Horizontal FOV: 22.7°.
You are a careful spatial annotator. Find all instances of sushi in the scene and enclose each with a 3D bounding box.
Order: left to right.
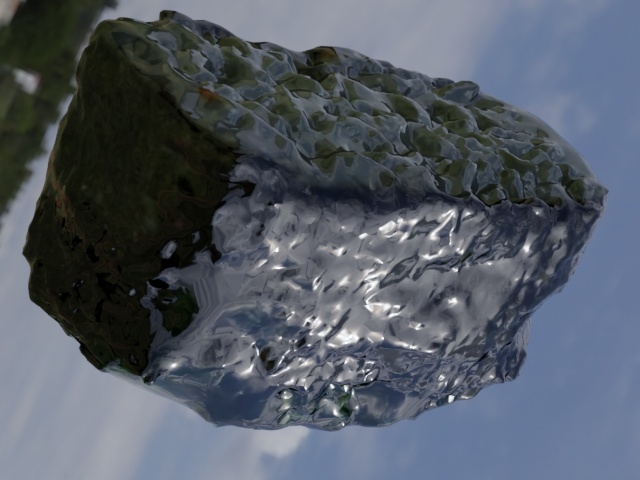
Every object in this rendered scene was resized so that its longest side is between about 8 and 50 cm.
[{"bbox_3d":[0.000,0.000,0.597,0.124,0.225,0.127,46,-61,40],"label":"sushi"}]
